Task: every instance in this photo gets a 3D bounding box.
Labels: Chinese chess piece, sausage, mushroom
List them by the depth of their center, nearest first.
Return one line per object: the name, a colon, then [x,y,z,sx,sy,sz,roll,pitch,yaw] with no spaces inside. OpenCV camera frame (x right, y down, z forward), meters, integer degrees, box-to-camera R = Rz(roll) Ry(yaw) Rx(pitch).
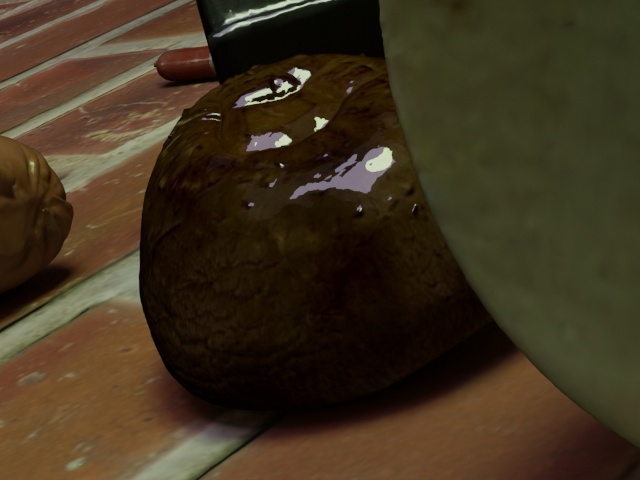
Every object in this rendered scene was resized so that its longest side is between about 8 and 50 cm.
Chinese chess piece: [0.178,-0.086,0.500,0.146,0.349,0.349,-13,10,-43]
mushroom: [-0.005,-0.013,0.789,0.231,0.138,0.194,2,27,46]
sausage: [-0.310,-0.003,1.077,0.304,0.121,0.121,-9,20,27]
sausage: [-0.063,-0.171,1.472,0.253,0.034,0.034,-3,24,38]

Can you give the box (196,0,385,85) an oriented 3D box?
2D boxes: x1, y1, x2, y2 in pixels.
box: [0.076,-0.211,1.030,0.345,0.204,0.251,-18,-17,-1]
